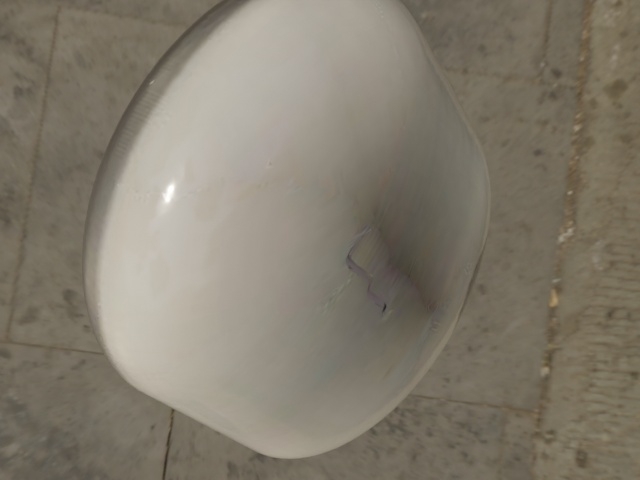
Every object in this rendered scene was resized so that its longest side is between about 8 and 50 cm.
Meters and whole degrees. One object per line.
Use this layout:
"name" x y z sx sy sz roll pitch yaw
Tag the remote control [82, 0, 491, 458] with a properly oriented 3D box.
"remote control" 0.000 0.000 0.589 0.103 0.332 0.221 27 80 28
